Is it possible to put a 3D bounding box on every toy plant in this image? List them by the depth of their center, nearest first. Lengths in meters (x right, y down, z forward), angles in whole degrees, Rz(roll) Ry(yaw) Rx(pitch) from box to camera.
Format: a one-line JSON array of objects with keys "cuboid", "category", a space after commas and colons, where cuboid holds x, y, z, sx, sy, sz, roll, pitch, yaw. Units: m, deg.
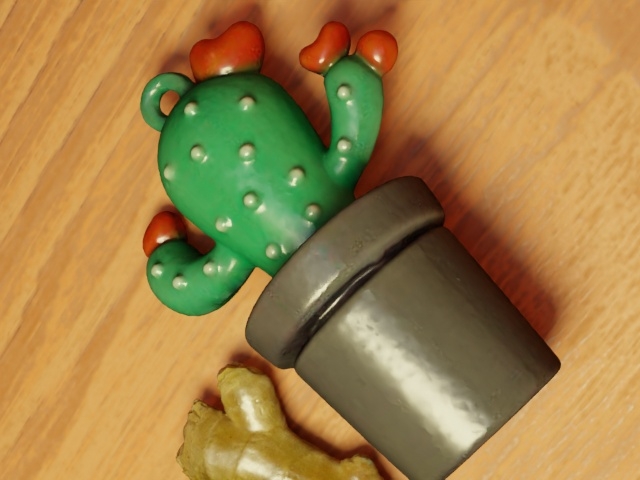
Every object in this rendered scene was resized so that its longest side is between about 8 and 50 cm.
[{"cuboid": [-0.006, 0.008, 1.057, 0.400, 0.185, 0.279, 47, 135, 11], "category": "toy plant"}]

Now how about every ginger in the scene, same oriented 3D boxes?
[{"cuboid": [0.010, 0.227, 1.138, 0.299, 0.065, 0.118, 37, 109, 3], "category": "ginger"}]
